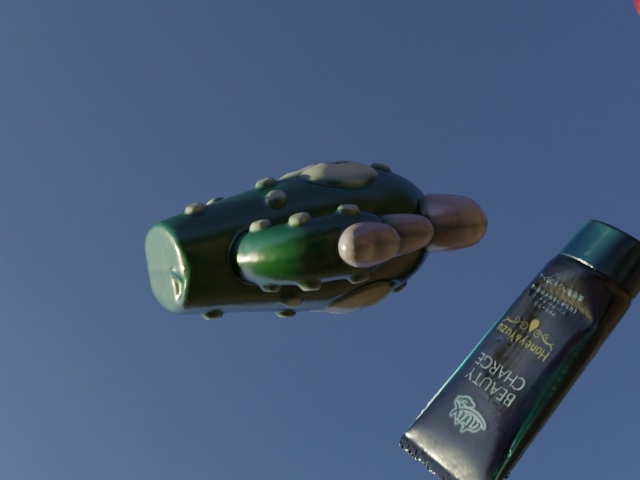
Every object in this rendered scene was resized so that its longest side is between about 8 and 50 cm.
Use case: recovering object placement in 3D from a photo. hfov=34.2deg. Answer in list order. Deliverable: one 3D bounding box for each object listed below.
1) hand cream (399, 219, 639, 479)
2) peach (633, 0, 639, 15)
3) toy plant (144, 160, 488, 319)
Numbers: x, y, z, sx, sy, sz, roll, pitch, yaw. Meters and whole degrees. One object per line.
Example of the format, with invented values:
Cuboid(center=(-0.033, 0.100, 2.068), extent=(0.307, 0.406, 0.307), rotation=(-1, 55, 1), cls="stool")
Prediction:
Cuboid(center=(0.187, 0.104, 0.920), extent=(0.270, 0.120, 0.061), rotation=(-51, -52, -4), cls="hand cream")
Cuboid(center=(0.236, -0.167, 0.646), extent=(0.100, 0.101, 0.101), rotation=(-6, -59, -9), cls="peach")
Cuboid(center=(-0.001, 0.000, 0.770), extent=(0.232, 0.243, 0.113), rotation=(-4, -84, 36), cls="toy plant")
